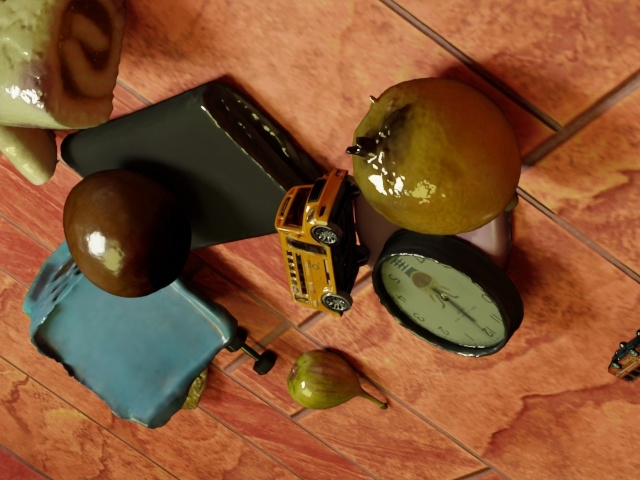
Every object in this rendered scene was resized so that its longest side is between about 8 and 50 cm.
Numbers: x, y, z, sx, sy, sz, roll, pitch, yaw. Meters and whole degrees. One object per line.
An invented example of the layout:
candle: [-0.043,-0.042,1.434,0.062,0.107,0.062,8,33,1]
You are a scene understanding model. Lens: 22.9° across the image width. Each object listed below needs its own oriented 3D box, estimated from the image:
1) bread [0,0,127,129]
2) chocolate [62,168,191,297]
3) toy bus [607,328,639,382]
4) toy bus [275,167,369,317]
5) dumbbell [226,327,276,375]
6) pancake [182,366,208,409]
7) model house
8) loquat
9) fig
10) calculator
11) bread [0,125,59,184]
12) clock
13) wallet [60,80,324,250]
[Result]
bread: [-0.382,-0.223,1.828,0.338,0.187,0.155,7,178,40]
chocolate: [-0.251,-0.013,1.963,0.177,0.177,0.177,26,154,14]
toy bus: [0.364,0.132,1.799,0.043,0.031,0.110,31,157,-1]
toy bus: [0.000,0.000,1.813,0.088,0.083,0.194,12,144,15]
dumbbell: [-0.107,0.170,2.405,0.083,0.040,0.036,39,-173,-14]
pancake: [-0.296,0.212,2.691,0.197,0.054,0.376,44,151,-26]
model house: [-0.289,0.107,2.318,0.237,0.215,0.303,42,177,-20]
loquat: [0.122,-0.077,1.570,0.204,0.149,0.172,32,158,-34]
fig: [0.029,0.201,2.296,0.166,0.093,0.093,1,175,-35]
calculator: [0.124,-0.011,1.804,0.194,0.043,0.294,26,153,16]
bread: [-0.417,-0.166,2.080,0.178,0.060,0.139,50,-173,-33]
clock: [0.144,0.063,1.817,0.184,0.040,0.184,25,149,16]
wallet: [-0.162,-0.083,1.990,0.228,0.062,0.406,43,154,-22]
